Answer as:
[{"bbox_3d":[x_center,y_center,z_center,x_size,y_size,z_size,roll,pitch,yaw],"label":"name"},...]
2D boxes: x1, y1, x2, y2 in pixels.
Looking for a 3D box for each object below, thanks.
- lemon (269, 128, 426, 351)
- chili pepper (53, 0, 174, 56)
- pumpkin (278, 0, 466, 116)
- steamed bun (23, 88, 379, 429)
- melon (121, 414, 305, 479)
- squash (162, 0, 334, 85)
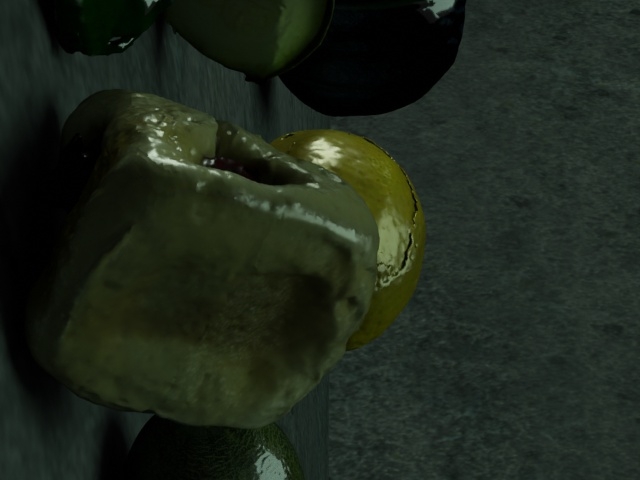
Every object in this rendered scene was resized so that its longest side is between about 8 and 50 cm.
[{"bbox_3d":[0.000,0.000,1.311,0.260,0.204,0.204,-76,165,-49],"label":"lemon"},{"bbox_3d":[-0.114,-0.178,0.671,0.216,0.062,0.108,77,11,-62],"label":"chili pepper"},{"bbox_3d":[0.050,-0.343,1.776,0.363,0.266,0.363,-7,90,-89],"label":"pumpkin"},{"bbox_3d":[-0.072,-0.008,0.683,0.140,0.172,0.155,-54,-137,22],"label":"steamed bun"},{"bbox_3d":[-0.065,0.161,0.822,0.114,0.114,0.167,-86,173,-60],"label":"melon"},{"bbox_3d":[-0.079,-0.256,1.069,0.287,0.137,0.137,-105,-173,-47],"label":"squash"}]
